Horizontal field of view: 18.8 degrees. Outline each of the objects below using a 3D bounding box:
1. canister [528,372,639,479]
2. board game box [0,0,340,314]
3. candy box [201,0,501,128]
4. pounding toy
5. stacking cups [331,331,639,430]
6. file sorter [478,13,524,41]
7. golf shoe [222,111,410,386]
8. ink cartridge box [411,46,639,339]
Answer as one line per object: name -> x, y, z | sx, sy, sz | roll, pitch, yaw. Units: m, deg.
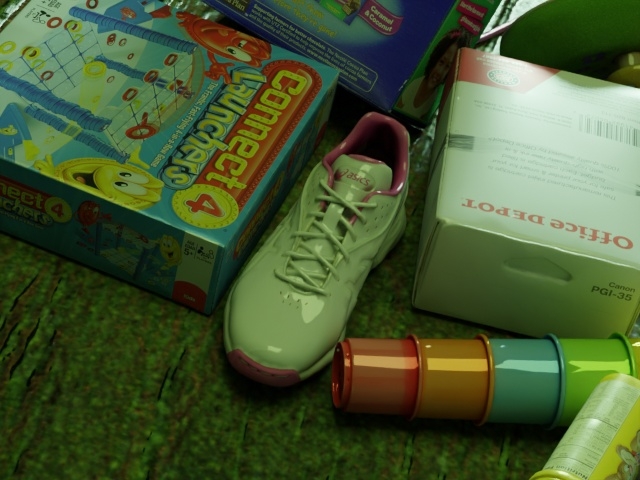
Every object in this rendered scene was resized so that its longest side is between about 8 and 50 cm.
canister -> 0.214, 0.199, 1.563 | 0.073, 0.126, 0.170 | 27, 40, 14
board game box -> -0.175, -0.104, 1.816 | 0.301, 0.086, 0.308 | 21, 41, 8
candy box -> 0.063, -0.318, 1.954 | 0.268, 0.317, 0.122 | 34, 9, 20
pounding toy -> 0.309, -0.177, 2.009 | 0.236, 0.183, 0.110 | -3, 69, -25
stacking cups -> 0.170, 0.118, 1.662 | 0.316, 0.096, 0.096 | 3, 42, -13
file sorter -> 0.141, -0.383, 2.152 | 0.290, 0.182, 0.202 | 40, 46, 25
golf shoe -> 0.000, 0.000, 1.714 | 0.115, 0.140, 0.306 | 22, 43, 6
ink cartridge box -> 0.204, -0.041, 1.835 | 0.207, 0.117, 0.283 | 14, 40, -1
